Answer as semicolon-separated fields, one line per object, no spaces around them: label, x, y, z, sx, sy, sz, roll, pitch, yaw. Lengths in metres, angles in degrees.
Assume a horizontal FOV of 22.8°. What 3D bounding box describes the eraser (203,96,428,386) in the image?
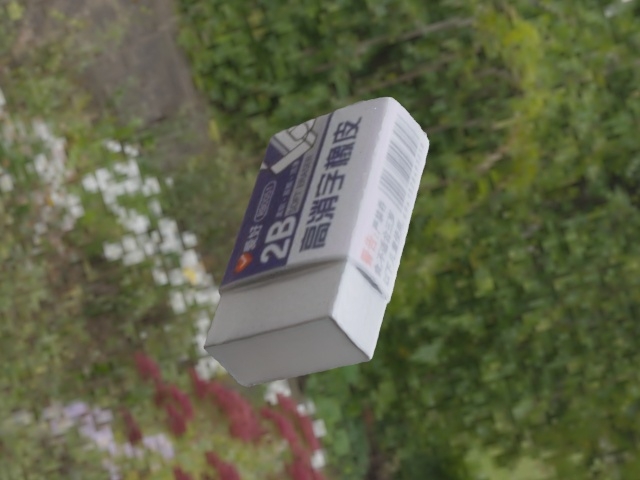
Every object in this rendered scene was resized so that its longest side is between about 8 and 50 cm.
eraser;0.000;0.000;1.167;0.068;0.124;0.210;48;43;-34
